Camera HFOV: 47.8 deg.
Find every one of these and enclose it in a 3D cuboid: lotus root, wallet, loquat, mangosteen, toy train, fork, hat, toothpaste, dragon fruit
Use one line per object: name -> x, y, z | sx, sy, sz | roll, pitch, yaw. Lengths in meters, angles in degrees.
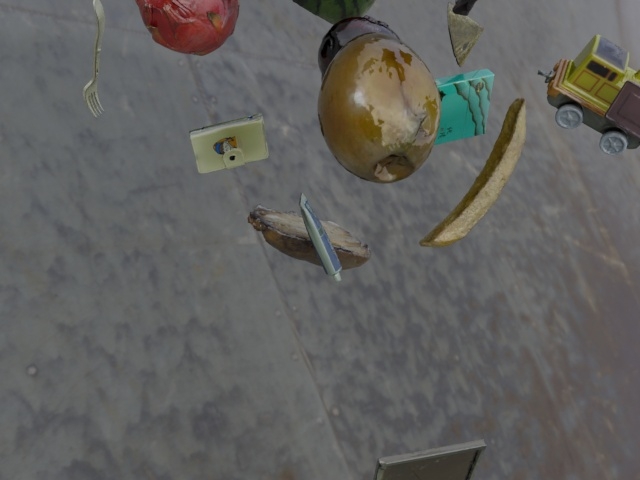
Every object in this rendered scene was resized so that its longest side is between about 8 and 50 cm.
lotus root -> -0.028, 0.006, 1.514 | 0.329, 0.078, 0.167 | 14, 18, -47
wallet -> -0.190, -0.203, 1.512 | 0.039, 0.155, 0.110 | -114, -167, -47
loquat -> 0.083, -0.194, 1.037 | 0.179, 0.179, 0.228 | 19, 52, -42
mangosteen -> 0.088, -0.391, 1.593 | 0.209, 0.209, 0.210 | 29, 45, -34
toy train -> 0.430, -0.214, 1.072 | 0.219, 0.127, 0.089 | 31, 50, 1
fork -> -0.368, -0.293, 1.171 | 0.028, 0.220, 0.034 | 30, 48, 11
hat -> 0.330, -0.463, 1.601 | 0.146, 0.067, 0.146 | -8, 90, -68
toothpaste -> 0.000, 0.000, 1.386 | 0.057, 0.034, 0.197 | -84, 153, -61
dragon fruit -> -0.301, -0.546, 1.668 | 0.241, 0.240, 0.252 | 61, -2, 4

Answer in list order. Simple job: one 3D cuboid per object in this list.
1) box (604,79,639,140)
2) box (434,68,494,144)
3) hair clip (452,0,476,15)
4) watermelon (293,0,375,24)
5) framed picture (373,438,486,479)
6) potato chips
box -> 0.440, -0.169, 0.969 | 0.063, 0.060, 0.084 | -8, 41, -46
box -> 0.285, -0.299, 1.666 | 0.226, 0.161, 0.042 | -14, 43, -16
hair clip -> 0.190, -0.465, 0.980 | 0.101, 0.085, 0.331 | 16, 65, -7
watermelon -> 0.028, -0.699, 1.756 | 0.331, 0.331, 0.189 | 44, -5, -20
framed picture -> 0.191, 0.477, 1.372 | 0.208, 0.281, 0.019 | -5, 43, -13
potato chips -> 0.352, -0.132, 1.536 | 0.080, 0.057, 0.407 | 38, 77, -14
